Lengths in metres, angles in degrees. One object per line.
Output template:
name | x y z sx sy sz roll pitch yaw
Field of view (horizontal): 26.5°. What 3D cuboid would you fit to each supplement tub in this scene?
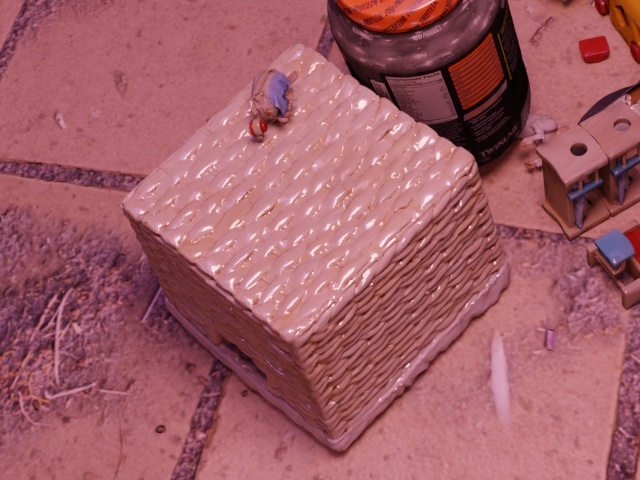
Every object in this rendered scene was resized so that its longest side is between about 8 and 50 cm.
supplement tub | 0.131 -0.241 1.631 0.207 0.338 0.207 -7 62 14

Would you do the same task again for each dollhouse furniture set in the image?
dollhouse furniture set | 0.368 -0.045 1.638 0.129 0.129 0.184 -29 56 -7

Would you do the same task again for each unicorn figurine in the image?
unicorn figurine | 0.254 -0.155 1.784 0.162 0.060 0.111 27 56 11

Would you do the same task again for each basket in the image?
basket | 0.000 0.000 1.615 0.331 0.266 0.328 -43 58 -17

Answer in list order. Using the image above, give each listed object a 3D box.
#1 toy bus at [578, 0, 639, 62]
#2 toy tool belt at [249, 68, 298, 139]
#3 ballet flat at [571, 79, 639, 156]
toy bus | 0.438 -0.329 1.818 0.202 0.104 0.191 14 62 20
toy tool belt | -0.052 -0.157 1.538 0.051 0.052 0.083 -7 56 18
ballet flat | 0.408 -0.173 1.740 0.203 0.074 0.074 -34 57 -11
